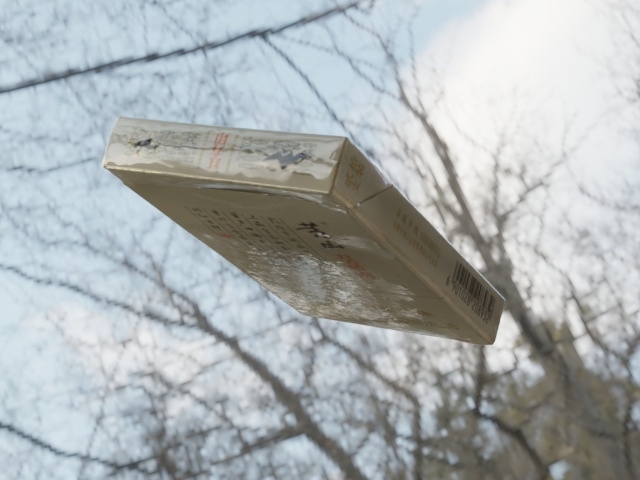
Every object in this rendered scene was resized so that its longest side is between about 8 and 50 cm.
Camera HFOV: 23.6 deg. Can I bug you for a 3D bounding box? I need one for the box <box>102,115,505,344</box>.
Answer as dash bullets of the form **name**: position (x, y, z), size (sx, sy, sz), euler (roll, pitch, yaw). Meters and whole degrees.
- **box**: position (0.000, -0.001, 1.261), size (0.205, 0.051, 0.365), euler (8, -16, 28)
